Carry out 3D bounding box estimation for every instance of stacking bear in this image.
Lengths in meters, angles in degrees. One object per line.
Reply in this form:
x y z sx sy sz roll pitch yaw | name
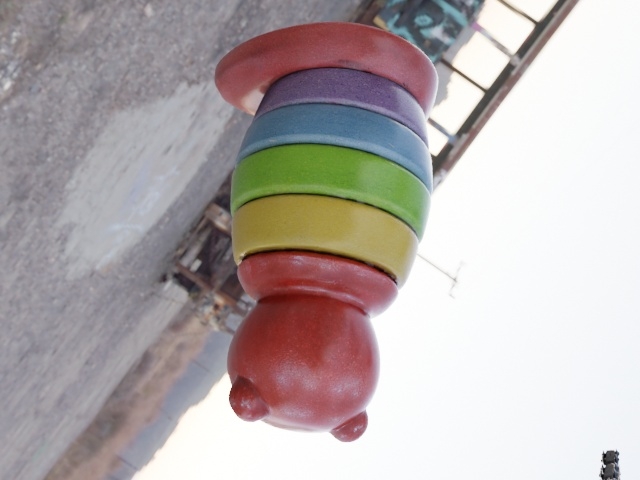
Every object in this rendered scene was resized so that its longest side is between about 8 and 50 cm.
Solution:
0.000 0.000 0.614 0.164 0.175 0.288 -21 -124 53 | stacking bear

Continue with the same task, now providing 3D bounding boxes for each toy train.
0.404 0.334 1.135 0.027 0.036 0.158 -13 -177 22 | toy train
